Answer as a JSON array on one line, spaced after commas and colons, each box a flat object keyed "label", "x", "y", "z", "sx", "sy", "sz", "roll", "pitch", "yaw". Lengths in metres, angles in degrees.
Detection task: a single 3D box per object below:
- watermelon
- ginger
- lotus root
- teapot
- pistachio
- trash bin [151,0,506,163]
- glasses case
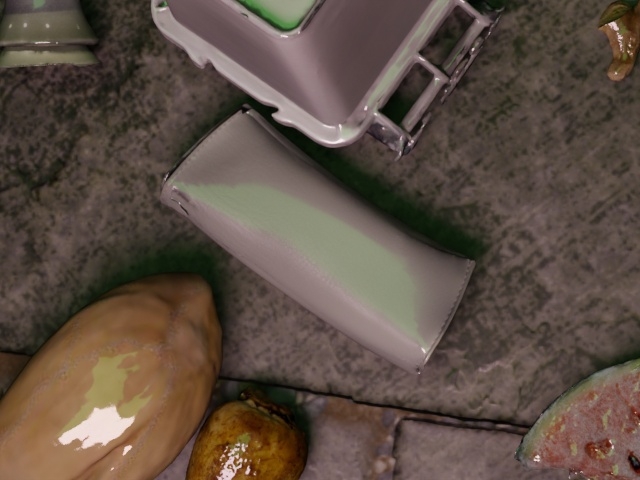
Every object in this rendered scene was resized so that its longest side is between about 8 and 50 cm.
[{"label": "watermelon", "x": 0.275, "y": 0.186, "z": 1.786, "sx": 0.187, "sy": 0.071, "sz": 0.139, "roll": -28, "pitch": 92, "yaw": -2}, {"label": "ginger", "x": 0.290, "y": -0.203, "z": 1.834, "sx": 0.048, "sy": 0.030, "sz": 0.097, "roll": 22, "pitch": 86, "yaw": 7}, {"label": "lotus root", "x": -0.082, "y": 0.238, "z": 1.810, "sx": 0.108, "sy": 0.094, "sz": 0.191, "roll": 22, "pitch": 94, "yaw": -21}, {"label": "teapot", "x": -0.273, "y": -0.293, "z": 1.854, "sx": 0.183, "sy": 0.183, "sz": 0.251, "roll": -2, "pitch": 97, "yaw": 7}, {"label": "pistachio", "x": -0.203, "y": 0.149, "z": 1.796, "sx": 0.162, "sy": 0.181, "sz": 0.293, "roll": 38, "pitch": 93, "yaw": -30}, {"label": "trash bin", "x": -0.005, "y": -0.244, "z": 1.705, "sx": 0.296, "sy": 0.367, "sz": 0.256, "roll": 37, "pitch": 89, "yaw": 8}, {"label": "glasses case", "x": 0.001, "y": -0.002, "z": 1.828, "sx": 0.308, "sy": 0.083, "sz": 0.128, "roll": 35, "pitch": 84, "yaw": 9}]
